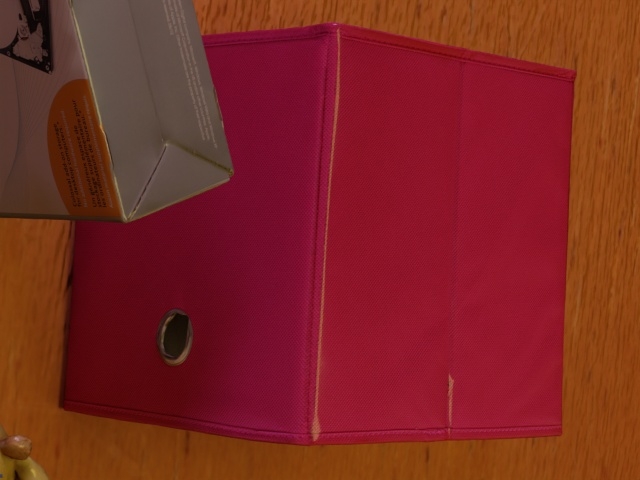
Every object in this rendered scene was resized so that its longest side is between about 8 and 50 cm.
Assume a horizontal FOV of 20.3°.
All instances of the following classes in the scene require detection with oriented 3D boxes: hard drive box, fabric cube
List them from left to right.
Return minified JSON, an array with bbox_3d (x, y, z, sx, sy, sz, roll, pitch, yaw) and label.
[{"bbox_3d":[-0.177,-0.109,1.066,0.089,0.232,0.181,-25,109,-41],"label":"hard drive box"},{"bbox_3d":[0.000,0.000,1.235,0.259,0.254,0.258,4,89,-45],"label":"fabric cube"}]

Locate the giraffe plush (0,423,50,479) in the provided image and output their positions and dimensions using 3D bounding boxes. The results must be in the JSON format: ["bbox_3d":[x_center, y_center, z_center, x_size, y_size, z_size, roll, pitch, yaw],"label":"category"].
[{"bbox_3d":[-0.244,0.140,1.052,0.181,0.170,0.210,1,91,-45],"label":"giraffe plush"}]

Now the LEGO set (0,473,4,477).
[{"bbox_3d":[-0.269,0.059,0.915,0.192,0.255,0.331,-13,66,-33],"label":"LEGO set"}]
